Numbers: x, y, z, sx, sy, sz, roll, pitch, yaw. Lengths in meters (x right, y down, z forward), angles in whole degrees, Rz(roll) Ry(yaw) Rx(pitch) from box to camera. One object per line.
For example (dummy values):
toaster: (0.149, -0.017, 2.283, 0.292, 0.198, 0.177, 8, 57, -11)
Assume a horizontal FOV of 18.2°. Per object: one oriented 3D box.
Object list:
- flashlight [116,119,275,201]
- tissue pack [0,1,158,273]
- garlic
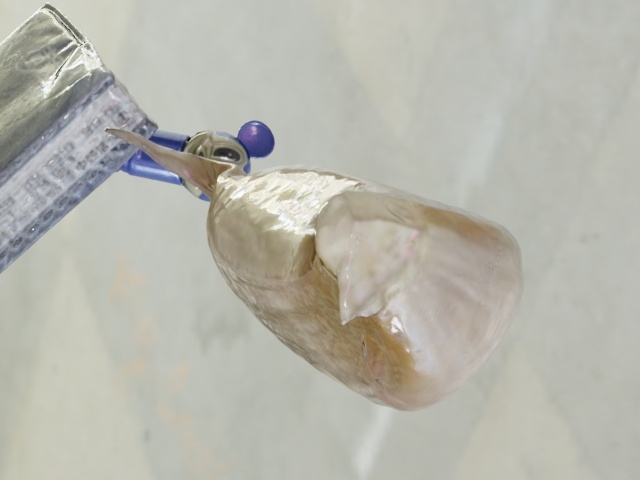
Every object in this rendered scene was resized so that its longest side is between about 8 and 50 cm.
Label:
flashlight: (-0.086, -0.045, 1.035, 0.035, 0.121, 0.057, 142, 140, -83)
tissue pack: (-0.162, -0.036, 0.968, 0.156, 0.051, 0.112, -41, 35, -1)
garlic: (0.002, 0.002, 0.823, 0.090, 0.128, 0.198, -56, 34, -2)
